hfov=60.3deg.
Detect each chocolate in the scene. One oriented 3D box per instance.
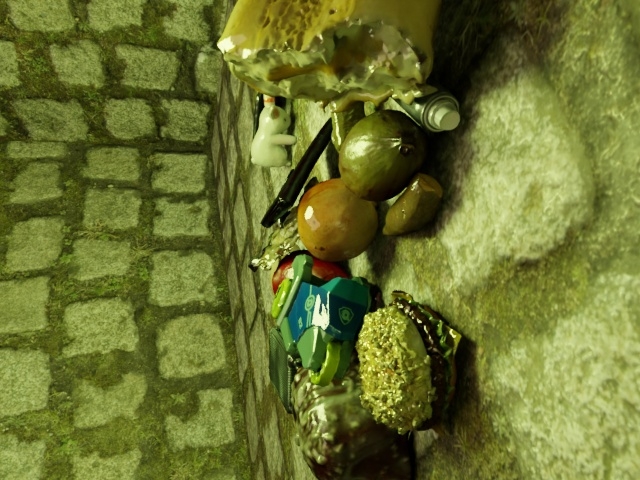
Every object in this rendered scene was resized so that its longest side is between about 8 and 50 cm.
[{"bbox_3d":[0.043,0.376,1.178,0.340,0.209,0.225,-119,30,-55],"label":"chocolate"}]

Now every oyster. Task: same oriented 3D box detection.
[{"bbox_3d":[-0.056,-0.048,1.388,0.361,0.096,0.221,-40,13,45],"label":"oyster"}]

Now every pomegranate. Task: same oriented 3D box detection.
[{"bbox_3d":[0.040,-0.040,1.207,0.191,0.191,0.192,179,90,-72],"label":"pomegranate"}]

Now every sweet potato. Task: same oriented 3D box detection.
[{"bbox_3d":[0.163,-0.045,1.012,0.244,0.077,0.077,112,152,-65],"label":"sweet potato"}]

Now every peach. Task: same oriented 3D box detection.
[{"bbox_3d":[-0.036,0.102,1.410,0.267,0.158,0.154,47,128,42],"label":"peach"}]

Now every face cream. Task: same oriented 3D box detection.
[{"bbox_3d":[0.165,-0.267,0.974,0.284,0.073,0.073,-116,30,-52],"label":"face cream"}]

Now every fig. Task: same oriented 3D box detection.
[{"bbox_3d":[0.116,-0.151,0.935,0.145,0.170,0.274,45,178,-5],"label":"fig"}]

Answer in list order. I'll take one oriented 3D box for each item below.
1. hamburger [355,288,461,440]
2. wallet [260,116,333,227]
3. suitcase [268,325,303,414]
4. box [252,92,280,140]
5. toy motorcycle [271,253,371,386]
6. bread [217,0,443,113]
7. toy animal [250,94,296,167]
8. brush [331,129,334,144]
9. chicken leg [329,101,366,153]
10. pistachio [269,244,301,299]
[{"bbox_3d":[0.140,0.215,0.980,0.261,0.138,0.243,-138,50,-65],"label":"hamburger"},{"bbox_3d":[-0.052,-0.173,1.404,0.172,0.045,0.318,-43,16,56],"label":"wallet"},{"bbox_3d":[-0.066,0.381,1.639,0.312,0.128,0.202,-154,64,-70],"label":"suitcase"},{"bbox_3d":[-0.190,-0.460,1.960,0.212,0.042,0.201,-57,-21,-56],"label":"box"},{"bbox_3d":[0.021,0.147,1.134,0.326,0.191,0.200,-111,44,-72],"label":"toy motorcycle"},{"bbox_3d":[0.064,-0.402,0.911,0.360,0.250,0.395,9,73,33],"label":"bread"},{"bbox_3d":[-0.149,-0.380,1.851,0.141,0.138,0.283,56,136,46],"label":"toy animal"},{"bbox_3d":[0.044,-0.377,1.396,0.039,0.042,0.300,-12,78,54],"label":"brush"},{"bbox_3d":[0.058,-0.368,1.184,0.153,0.201,0.430,-119,21,-84],"label":"chicken leg"},{"bbox_3d":[-0.096,0.111,1.726,0.152,0.126,0.223,45,-147,-62],"label":"pistachio"}]
